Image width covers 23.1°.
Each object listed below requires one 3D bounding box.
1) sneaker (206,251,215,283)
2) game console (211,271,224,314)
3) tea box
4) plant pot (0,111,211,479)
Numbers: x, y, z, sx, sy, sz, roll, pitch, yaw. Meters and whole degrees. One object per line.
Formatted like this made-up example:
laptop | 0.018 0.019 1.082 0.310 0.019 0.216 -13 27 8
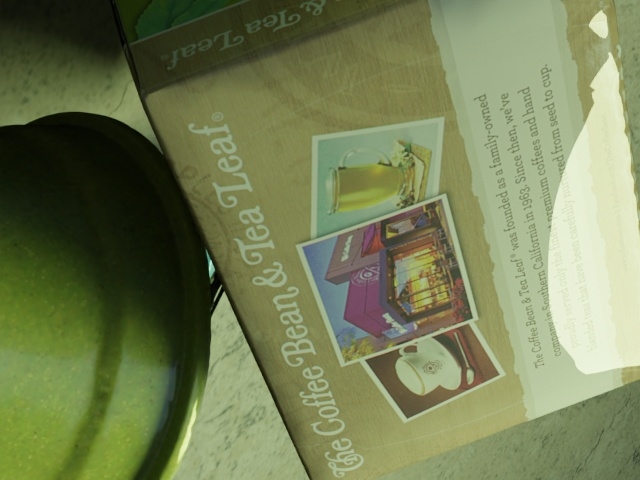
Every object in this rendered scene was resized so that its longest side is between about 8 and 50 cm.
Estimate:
sneaker | -0.175 0.062 1.130 0.125 0.104 0.262 22 92 -43
game console | -0.121 0.048 1.258 0.122 0.071 0.107 -63 180 6
tea box | 0.019 -0.096 0.875 0.220 0.324 0.329 -20 137 0
plant pot | -0.244 0.044 0.850 0.254 0.276 0.276 10 107 -47
